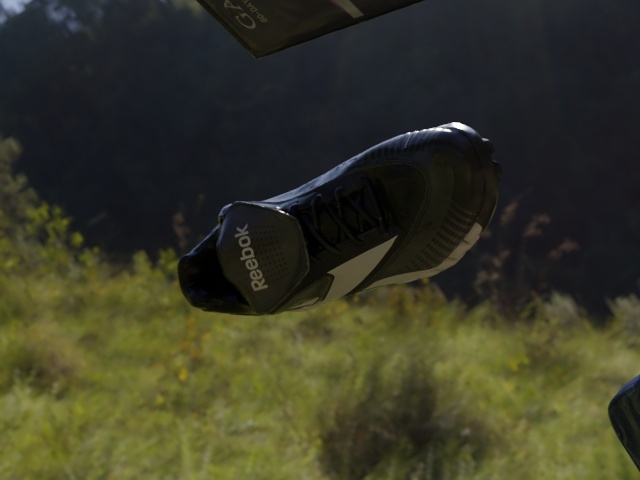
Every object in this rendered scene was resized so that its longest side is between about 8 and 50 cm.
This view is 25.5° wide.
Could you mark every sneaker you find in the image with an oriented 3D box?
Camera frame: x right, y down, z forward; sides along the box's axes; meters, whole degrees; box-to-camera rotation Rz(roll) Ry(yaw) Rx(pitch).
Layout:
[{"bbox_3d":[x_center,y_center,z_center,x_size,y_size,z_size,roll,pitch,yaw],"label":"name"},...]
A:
[{"bbox_3d":[0.000,0.000,0.799,0.106,0.078,0.234,-13,-8,-41],"label":"sneaker"}]

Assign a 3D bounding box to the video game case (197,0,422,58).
[{"bbox_3d":[-0.011,-0.181,0.637,0.274,0.196,0.026,-8,45,52],"label":"video game case"}]

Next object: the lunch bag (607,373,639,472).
[{"bbox_3d":[0.156,0.061,0.505,0.065,0.067,0.098,-26,-14,-18],"label":"lunch bag"}]
